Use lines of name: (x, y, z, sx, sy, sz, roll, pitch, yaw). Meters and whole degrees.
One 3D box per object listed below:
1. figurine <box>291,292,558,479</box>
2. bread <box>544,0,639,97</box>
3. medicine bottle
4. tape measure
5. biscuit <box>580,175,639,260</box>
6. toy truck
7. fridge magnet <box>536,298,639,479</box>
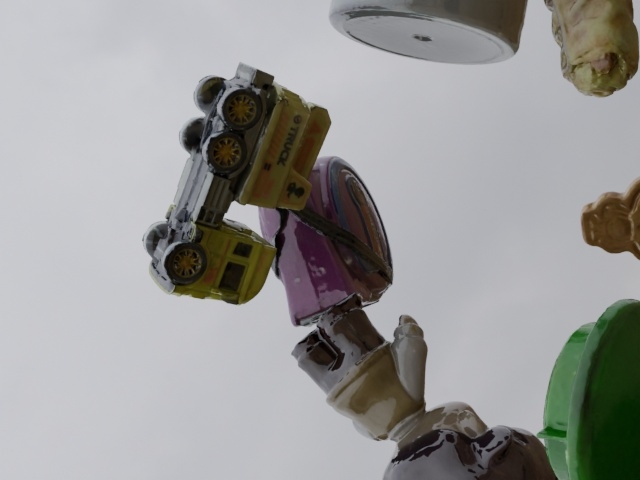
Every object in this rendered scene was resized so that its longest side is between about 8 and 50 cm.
figurine: (0.128, 0.240, 1.497, 0.218, 0.365, 0.206, -43, -26, 17)
bread: (0.238, -0.296, 1.183, 0.084, 0.077, 0.367, 73, -170, -60)
medicine bottle: (0.142, -0.350, 1.479, 0.238, 0.238, 0.231, 18, -98, -67)
tape measure: (0.000, 0.000, 1.751, 0.245, 0.149, 0.231, 2, -115, -68)
biscuit: (0.469, -0.030, 1.652, 0.040, 0.236, 0.144, -81, -18, -59)
toy truck: (-0.090, -0.059, 1.418, 0.157, 0.124, 0.272, 18, -83, -25)
fridge magnet: (0.270, 0.156, 1.128, 0.208, 0.088, 0.208, -10, -77, -52)
